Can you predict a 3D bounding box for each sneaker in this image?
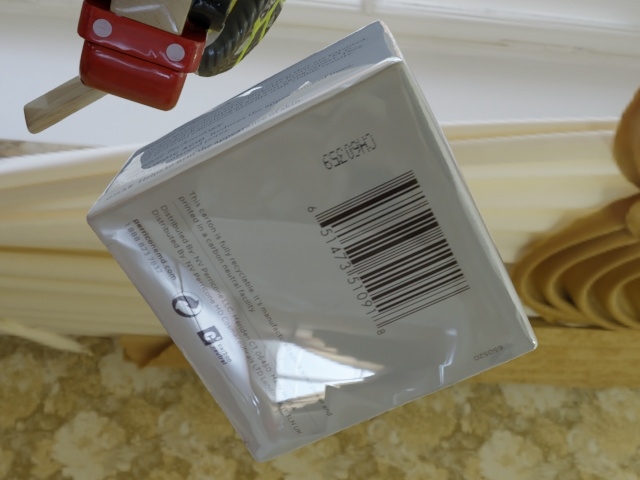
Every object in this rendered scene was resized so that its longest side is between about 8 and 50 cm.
[{"bbox_3d":[-0.085,-0.382,0.943,0.384,0.147,0.145,-64,-176,1],"label":"sneaker"}]

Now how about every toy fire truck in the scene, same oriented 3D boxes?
[{"bbox_3d":[-0.183,-0.178,0.710,0.217,0.159,0.246,-97,-153,-57],"label":"toy fire truck"}]

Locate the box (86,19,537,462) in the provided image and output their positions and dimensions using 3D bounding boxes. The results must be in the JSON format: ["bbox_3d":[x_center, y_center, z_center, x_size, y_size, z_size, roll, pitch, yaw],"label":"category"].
[{"bbox_3d":[0.000,0.000,0.454,0.181,0.182,0.119,60,12,-21],"label":"box"}]
